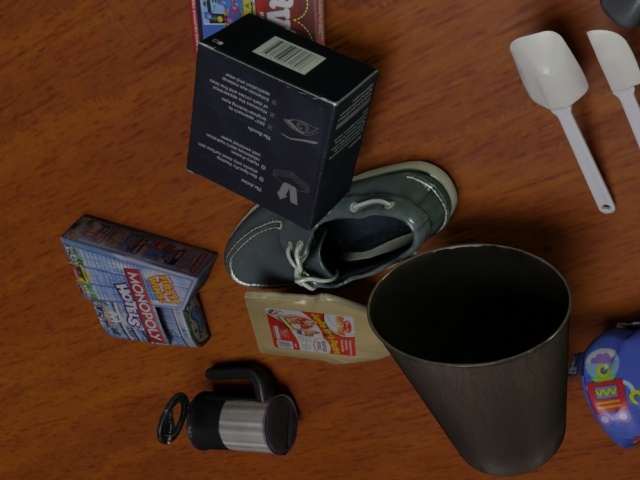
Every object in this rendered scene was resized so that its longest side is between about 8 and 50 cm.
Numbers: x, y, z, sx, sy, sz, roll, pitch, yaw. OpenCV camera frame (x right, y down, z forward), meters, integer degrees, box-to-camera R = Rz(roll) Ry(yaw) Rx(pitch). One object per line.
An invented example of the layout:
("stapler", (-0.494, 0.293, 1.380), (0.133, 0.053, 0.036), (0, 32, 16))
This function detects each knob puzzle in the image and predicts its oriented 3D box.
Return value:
("knob puzzle", (0.014, 0.102, 1.196), (0.213, 0.030, 0.213), (7, 151, 4))

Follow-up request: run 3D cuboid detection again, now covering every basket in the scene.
("basket", (0.175, 0.135, 1.031), (0.205, 0.154, 0.226), (2, 138, 26))

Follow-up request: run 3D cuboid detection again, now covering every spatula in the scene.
("spatula", (0.287, -0.109, 0.899), (0.168, 0.019, 0.242), (-8, 140, 30))

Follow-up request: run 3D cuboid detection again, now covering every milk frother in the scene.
("milk frother", (-0.128, 0.246, 1.326), (0.135, 0.143, 0.129), (-4, 115, 31))

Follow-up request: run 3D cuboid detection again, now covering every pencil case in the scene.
("pencil case", (0.411, 0.117, 0.982), (0.306, 0.133, 0.119), (-23, 154, 37))

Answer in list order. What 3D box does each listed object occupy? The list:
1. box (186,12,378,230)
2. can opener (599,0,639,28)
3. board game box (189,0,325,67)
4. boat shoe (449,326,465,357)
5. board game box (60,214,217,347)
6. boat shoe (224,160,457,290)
("box", (-0.042, -0.120, 0.992), (0.156, 0.093, 0.158), (27, 132, 17))
("can opener", (0.303, -0.301, 0.764), (0.095, 0.076, 0.283), (54, 138, 25))
("board game box", (-0.066, -0.241, 1.005), (0.145, 0.027, 0.281), (12, 129, 17))
("boat shoe", (0.167, 0.128, 1.162), (0.065, 0.075, 0.206), (-17, 119, -14))
("board game box", (-0.220, 0.066, 1.292), (0.194, 0.060, 0.194), (4, 126, 25))
("boat shoe", (0.000, 0.000, 1.106), (0.320, 0.099, 0.116), (-18, 115, 35))
